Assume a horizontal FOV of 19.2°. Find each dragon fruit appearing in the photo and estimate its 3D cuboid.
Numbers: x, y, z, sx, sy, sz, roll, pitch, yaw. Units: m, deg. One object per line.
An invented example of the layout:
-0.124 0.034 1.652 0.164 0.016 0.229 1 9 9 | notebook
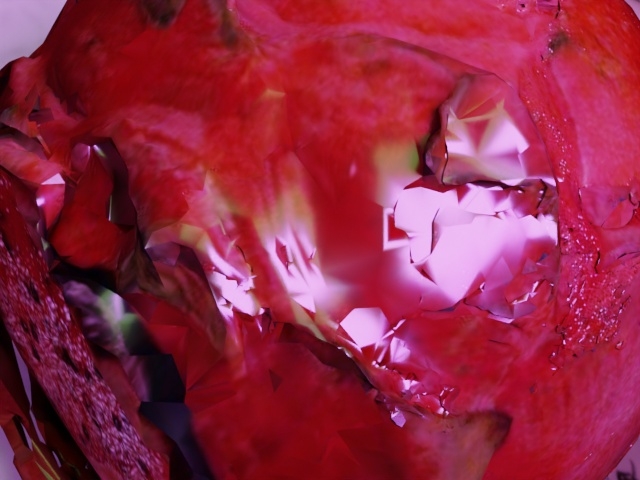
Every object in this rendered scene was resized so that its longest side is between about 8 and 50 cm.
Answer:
0.000 0.000 0.747 0.295 0.295 0.301 40 70 -6 | dragon fruit

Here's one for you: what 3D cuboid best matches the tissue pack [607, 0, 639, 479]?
0.271 0.002 0.931 0.390 0.195 0.375 -4 69 -30 | tissue pack
